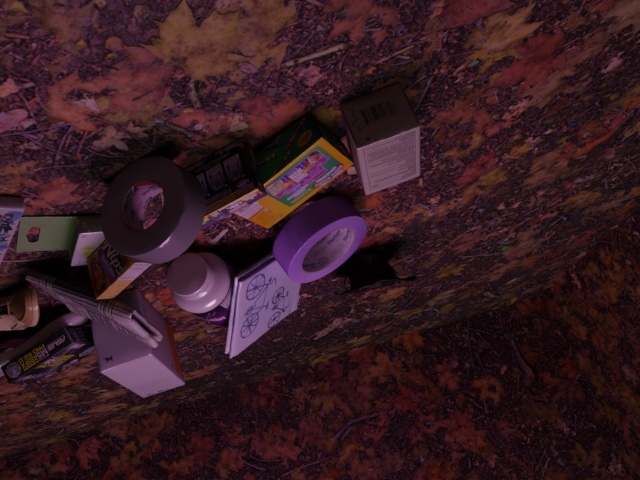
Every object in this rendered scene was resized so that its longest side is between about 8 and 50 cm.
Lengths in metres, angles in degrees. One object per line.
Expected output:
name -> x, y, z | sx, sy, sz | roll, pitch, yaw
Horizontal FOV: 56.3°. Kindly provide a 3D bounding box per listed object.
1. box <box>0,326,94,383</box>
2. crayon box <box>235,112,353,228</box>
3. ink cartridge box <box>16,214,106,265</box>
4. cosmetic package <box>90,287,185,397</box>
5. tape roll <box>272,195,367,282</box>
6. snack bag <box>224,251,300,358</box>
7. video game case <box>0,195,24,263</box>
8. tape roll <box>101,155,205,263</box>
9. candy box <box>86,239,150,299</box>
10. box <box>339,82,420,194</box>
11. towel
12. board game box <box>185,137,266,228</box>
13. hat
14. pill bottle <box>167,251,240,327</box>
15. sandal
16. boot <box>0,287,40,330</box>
box -> -0.794, 0.342, 1.817 | 0.216, 0.060, 0.270 | -32, 172, -2
crayon box -> -0.079, -0.153, 1.394 | 0.278, 0.081, 0.165 | -36, 152, 15
ink cartridge box -> -0.589, 0.002, 1.429 | 0.235, 0.056, 0.171 | -6, 154, -33
cosmetic package -> -0.593, 0.351, 1.971 | 0.162, 0.230, 0.453 | -17, 157, -6
tape roll -> 0.000, 0.000, 1.733 | 0.275, 0.090, 0.274 | -31, 153, -18
snack bag -> -0.160, 0.166, 1.860 | 0.342, 0.037, 0.323 | -33, 144, -45
video game case -> -0.827, -0.009, 1.245 | 0.329, 0.036, 0.300 | 3, 149, -39
tape roll -> -0.352, -0.064, 1.255 | 0.219, 0.219, 0.072 | -26, 156, 16
candy box -> -0.479, 0.050, 1.416 | 0.187, 0.109, 0.053 | -36, 156, 31
box -> 0.143, -0.229, 1.389 | 0.149, 0.126, 0.232 | -20, 157, 1
towel -> -0.597, 0.193, 1.611 | 0.312, 0.056, 0.324 | 19, 160, 8
board game box -> -0.216, -0.126, 1.322 | 0.170, 0.141, 0.048 | -25, 156, 15
hat -> 0.186, 0.111, 2.160 | 0.332, 0.133, 0.331 | -10, 173, -1
pill bottle -> -0.324, 0.144, 1.780 | 0.182, 0.181, 0.323 | -22, 156, 7
sandal -> -0.896, 0.308, 1.820 | 0.416, 0.102, 0.169 | -31, 172, 1
boot -> -0.857, 0.185, 1.554 | 0.204, 0.095, 0.262 | 3, 163, -39
